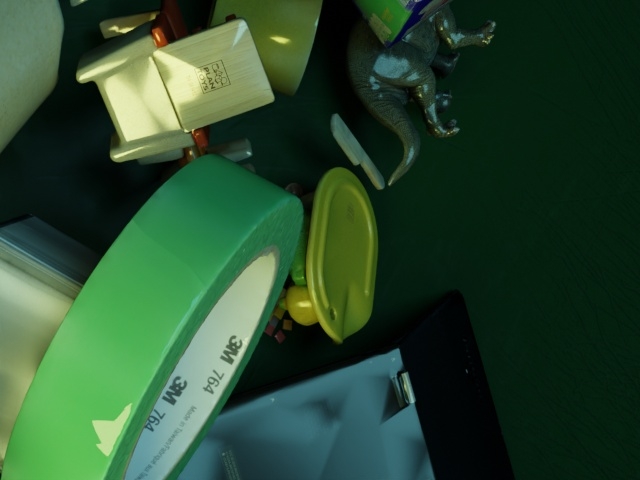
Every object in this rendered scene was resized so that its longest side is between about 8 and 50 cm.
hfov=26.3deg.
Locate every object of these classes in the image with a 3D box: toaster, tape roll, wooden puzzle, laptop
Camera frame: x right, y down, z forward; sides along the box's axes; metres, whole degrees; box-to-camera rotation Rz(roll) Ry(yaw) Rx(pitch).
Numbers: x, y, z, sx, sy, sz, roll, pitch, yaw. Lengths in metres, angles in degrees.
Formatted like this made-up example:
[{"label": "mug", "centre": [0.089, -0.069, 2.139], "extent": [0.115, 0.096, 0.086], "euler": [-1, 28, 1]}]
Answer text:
[{"label": "toaster", "centre": [-0.240, 0.073, 1.048], "extent": [0.110, 0.186, 0.168], "euler": [28, 93, -3]}, {"label": "tape roll", "centre": [-0.123, 0.090, 1.063], "extent": [0.077, 0.321, 0.321], "euler": [29, 60, 9]}, {"label": "wooden puzzle", "centre": [-0.055, 0.061, 1.348], "extent": [0.083, 0.006, 0.049], "euler": [41, 61, -26]}, {"label": "laptop", "centre": [0.046, 0.292, 1.368], "extent": [0.408, 0.236, 0.382], "euler": [-17, 94, -13]}]

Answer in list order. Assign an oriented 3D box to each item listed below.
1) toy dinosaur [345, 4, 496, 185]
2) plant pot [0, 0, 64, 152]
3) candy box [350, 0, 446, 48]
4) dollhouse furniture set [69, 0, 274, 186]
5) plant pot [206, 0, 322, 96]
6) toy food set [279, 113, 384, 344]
[{"label": "toy dinosaur", "centre": [0.085, -0.199, 1.447], "extent": [0.160, 0.121, 0.313], "euler": [28, 71, -19]}, {"label": "plant pot", "centre": [-0.357, -0.110, 0.971], "extent": [0.334, 0.334, 0.305], "euler": [54, 44, -18]}, {"label": "candy box", "centre": [0.022, -0.351, 1.249], "extent": [0.122, 0.268, 0.317], "euler": [-36, 91, -3]}, {"label": "dollhouse furniture set", "centre": [-0.119, -0.155, 1.147], "extent": [0.135, 0.259, 0.262], "euler": [-20, 112, 2]}, {"label": "plant pot", "centre": [-0.058, -0.215, 1.324], "extent": [0.095, 0.134, 0.134], "euler": [13, 74, -9]}, {"label": "toy food set", "centre": [0.000, 0.000, 1.360], "extent": [0.128, 0.071, 0.218], "euler": [44, 46, -49]}]
